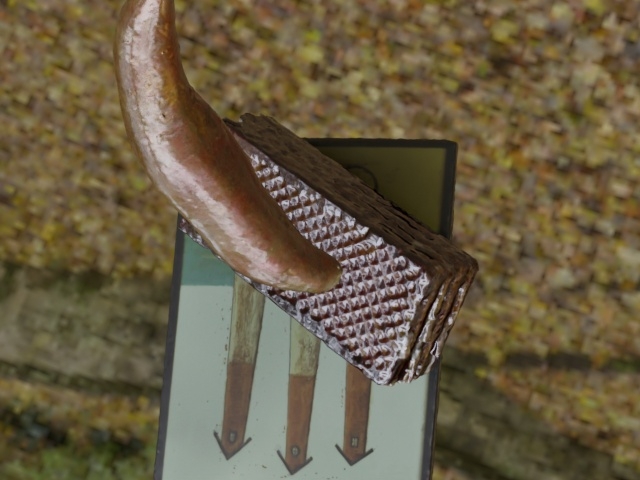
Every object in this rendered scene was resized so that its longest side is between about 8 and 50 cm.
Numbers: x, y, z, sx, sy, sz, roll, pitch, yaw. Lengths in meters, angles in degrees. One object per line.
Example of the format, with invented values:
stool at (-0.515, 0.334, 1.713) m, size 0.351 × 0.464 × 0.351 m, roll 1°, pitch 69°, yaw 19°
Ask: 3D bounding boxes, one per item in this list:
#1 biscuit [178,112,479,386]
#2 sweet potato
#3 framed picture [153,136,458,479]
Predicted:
biscuit at (0.000, 0.000, 1.204) m, size 0.252 × 0.106 × 0.070 m, roll 37°, pitch -153°, yaw 30°
sweet potato at (-0.068, -0.049, 0.903) m, size 0.078 × 0.058 × 0.255 m, roll -1°, pitch 137°, yaw 30°
framed picture at (-0.016, 0.074, 1.277) m, size 0.244 × 0.323 × 0.013 m, roll 2°, pitch 172°, yaw 22°
